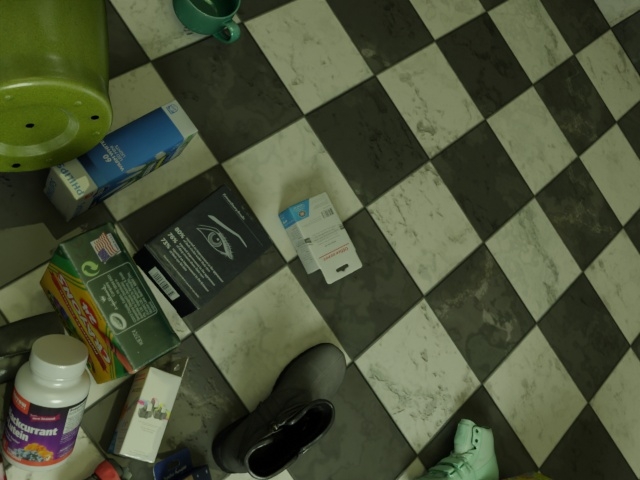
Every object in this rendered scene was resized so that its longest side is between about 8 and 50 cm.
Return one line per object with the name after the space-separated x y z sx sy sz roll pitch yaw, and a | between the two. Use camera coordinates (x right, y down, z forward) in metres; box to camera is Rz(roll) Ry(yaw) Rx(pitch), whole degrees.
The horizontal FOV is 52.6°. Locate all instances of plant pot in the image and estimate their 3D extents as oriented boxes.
-0.477 -0.309 0.983 0.367 0.366 0.352 -12 70 -31 | plant pot

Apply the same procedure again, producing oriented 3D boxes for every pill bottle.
-0.415 0.245 0.989 0.108 0.108 0.193 10 113 -26 | pill bottle

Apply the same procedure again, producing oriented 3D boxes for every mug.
-0.243 -0.488 1.360 0.130 0.097 0.157 1 76 -29 | mug

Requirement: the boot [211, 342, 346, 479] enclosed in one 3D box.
-0.028 0.306 1.173 0.118 0.223 0.338 51 59 -6 | boot

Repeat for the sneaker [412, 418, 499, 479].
0.275 0.458 1.371 0.256 0.094 0.151 4 80 -38 | sneaker

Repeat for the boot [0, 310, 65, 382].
-0.507 0.218 1.033 0.209 0.076 0.189 -4 80 -37 | boot

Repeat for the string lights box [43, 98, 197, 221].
-0.362 -0.147 1.173 0.260 0.133 0.076 -39 95 -31 | string lights box

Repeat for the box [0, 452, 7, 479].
-0.488 0.372 0.880 0.123 0.257 0.128 -8 80 -28 | box

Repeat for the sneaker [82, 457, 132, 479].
-0.325 0.497 1.028 0.135 0.098 0.276 -25 86 -32 | sneaker

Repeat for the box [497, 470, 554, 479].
0.464 0.651 1.267 0.177 0.290 0.279 -1 94 -29 | box

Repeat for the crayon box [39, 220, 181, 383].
-0.340 0.113 1.002 0.081 0.318 0.202 -30 91 -32 | crayon box

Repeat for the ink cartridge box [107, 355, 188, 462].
-0.293 0.279 1.104 0.062 0.104 0.181 25 64 -21 | ink cartridge box

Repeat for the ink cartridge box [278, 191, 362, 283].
0.000 0.000 1.374 0.104 0.060 0.180 -25 89 -33 | ink cartridge box

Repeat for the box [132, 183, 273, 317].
-0.220 0.019 1.219 0.207 0.108 0.153 -42 97 -32 | box

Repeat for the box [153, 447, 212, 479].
-0.213 0.470 1.086 0.037 0.136 0.225 -18 82 12 | box
